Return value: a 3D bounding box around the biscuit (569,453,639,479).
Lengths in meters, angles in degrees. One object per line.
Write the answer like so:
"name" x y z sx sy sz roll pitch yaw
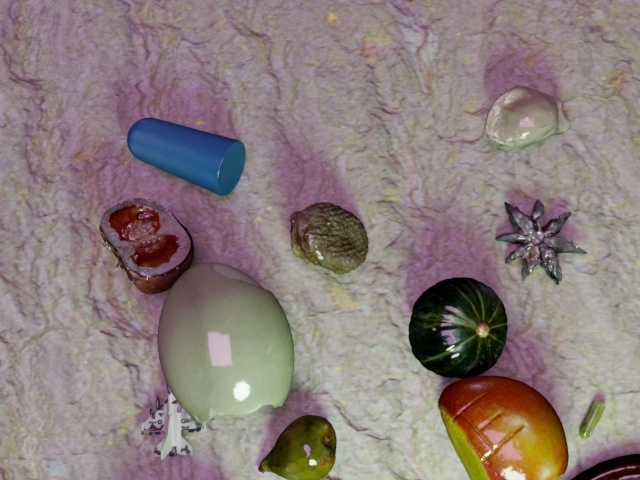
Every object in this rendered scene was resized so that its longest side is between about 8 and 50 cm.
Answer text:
"biscuit" 0.635 0.626 1.690 0.407 0.091 0.407 -2 78 9

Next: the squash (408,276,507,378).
"squash" 0.283 0.181 1.794 0.172 0.218 0.218 3 74 48

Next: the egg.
"egg" -0.200 0.205 1.816 0.278 0.278 0.336 -14 76 5

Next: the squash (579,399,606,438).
"squash" 0.558 0.371 1.791 0.027 0.027 0.083 27 82 13

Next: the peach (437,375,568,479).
"peach" 0.355 0.384 1.720 0.245 0.248 0.274 -27 70 -35

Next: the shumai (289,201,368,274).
"shumai" 0.000 0.000 1.906 0.153 0.209 0.161 -9 90 39

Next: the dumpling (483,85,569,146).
"dumpling" 0.452 -0.274 1.916 0.199 0.118 0.136 -4 78 -14

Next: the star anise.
"star anise" 0.473 -0.002 1.872 0.181 0.061 0.204 -12 75 6

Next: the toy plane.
"toy plane" -0.319 0.372 1.905 0.160 0.082 0.234 -8 61 17

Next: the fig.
"fig" -0.042 0.447 1.838 0.126 0.185 0.133 -4 68 -34

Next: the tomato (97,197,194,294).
"tomato" -0.387 0.029 1.945 0.181 0.155 0.214 -28 66 -21

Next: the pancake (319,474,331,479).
"pancake" 0.062 0.567 1.825 0.184 0.020 0.190 -28 76 2

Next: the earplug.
"earplug" -0.323 -0.208 2.010 0.273 0.132 0.132 20 81 16
